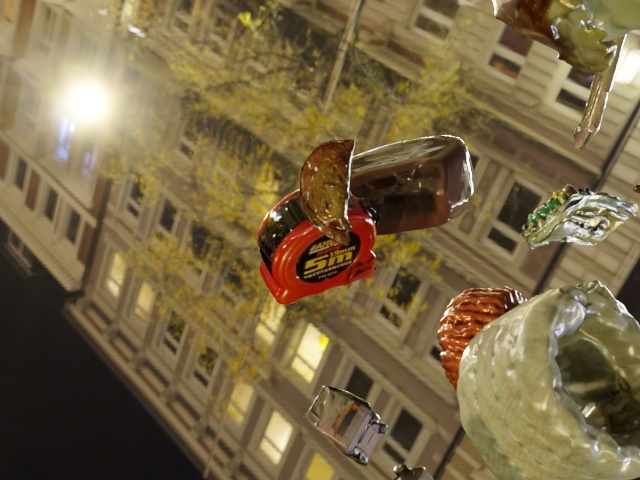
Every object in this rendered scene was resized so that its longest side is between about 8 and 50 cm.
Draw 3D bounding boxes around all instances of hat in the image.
[{"bbox_3d":[0.468,0.199,1.702,0.285,0.400,0.285,40,-141,-42],"label":"hat"}]

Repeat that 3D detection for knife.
[{"bbox_3d":[0.445,-0.282,1.231,0.043,0.089,0.365,19,-119,13],"label":"knife"}]

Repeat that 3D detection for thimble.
[{"bbox_3d":[0.352,0.214,1.158,0.291,0.195,0.292,17,-123,-28],"label":"thimble"}]

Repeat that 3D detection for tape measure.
[{"bbox_3d":[-0.001,0.000,1.584,0.253,0.260,0.114,-18,-129,-20],"label":"tape measure"}]

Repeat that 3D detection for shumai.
[{"bbox_3d":[0.214,-0.178,0.548,0.184,0.142,0.184,16,-156,-7],"label":"shumai"}]

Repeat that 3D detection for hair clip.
[{"bbox_3d":[0.482,-0.052,1.516,0.321,0.138,0.091,1,-129,-48],"label":"hair clip"}]

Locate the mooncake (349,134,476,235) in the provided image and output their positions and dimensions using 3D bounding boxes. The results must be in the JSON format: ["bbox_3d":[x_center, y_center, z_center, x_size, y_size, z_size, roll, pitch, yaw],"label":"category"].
[{"bbox_3d":[0.192,-0.115,1.778,0.325,0.174,0.334,-19,-161,-14],"label":"mooncake"}]

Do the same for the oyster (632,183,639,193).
[{"bbox_3d":[0.504,-0.079,1.189,0.054,0.019,0.083,-1,165,-4],"label":"oyster"}]

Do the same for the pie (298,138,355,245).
[{"bbox_3d":[0.009,-0.083,1.275,0.088,0.033,0.191,1,-113,6],"label":"pie"}]

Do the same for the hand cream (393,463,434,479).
[{"bbox_3d":[0.152,0.374,1.047,0.186,0.087,0.054,58,180,-5],"label":"hand cream"}]

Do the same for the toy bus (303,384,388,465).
[{"bbox_3d":[0.057,0.397,1.691,0.138,0.112,0.317,28,164,18],"label":"toy bus"}]
